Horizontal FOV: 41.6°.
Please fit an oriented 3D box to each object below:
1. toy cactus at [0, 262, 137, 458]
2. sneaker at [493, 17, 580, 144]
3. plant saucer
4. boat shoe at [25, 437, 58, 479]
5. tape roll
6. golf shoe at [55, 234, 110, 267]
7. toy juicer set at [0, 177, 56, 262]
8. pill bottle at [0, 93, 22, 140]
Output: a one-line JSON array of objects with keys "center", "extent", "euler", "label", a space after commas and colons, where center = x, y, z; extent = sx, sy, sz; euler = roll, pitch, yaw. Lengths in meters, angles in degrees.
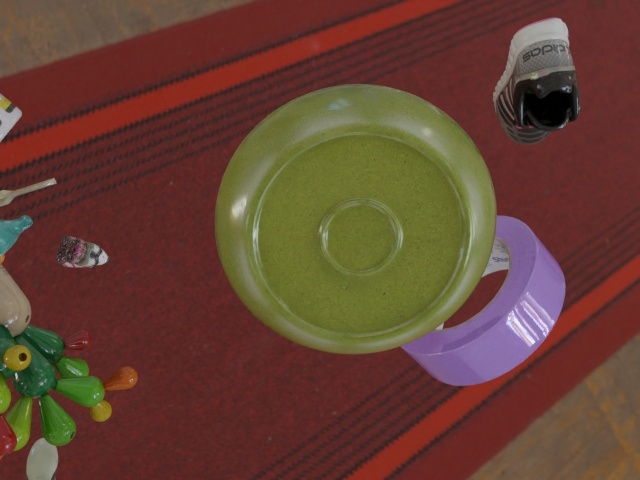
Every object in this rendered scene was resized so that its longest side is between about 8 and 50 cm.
[{"center": [-0.259, 0.096, 0.746], "extent": [0.180, 0.112, 0.219], "euler": [62, 12, 2], "label": "toy cactus"}, {"center": [0.196, -0.122, 0.763], "extent": [0.063, 0.170, 0.075], "euler": [-7, 67, 3], "label": "sneaker"}, {"center": [0.032, -0.007, 0.701], "extent": [0.241, 0.037, 0.241], "euler": [-1, 108, -3], "label": "plant saucer"}, {"center": [-0.449, 0.388, 1.353], "extent": [0.049, 0.043, 0.137], "euler": [2, 58, -19], "label": "boat shoe"}, {"center": [0.245, 0.092, 1.340], "extent": [0.090, 0.275, 0.275], "euler": [43, 56, -27], "label": "tape roll"}, {"center": [-0.523, 0.033, 1.841], "extent": [0.086, 0.186, 0.067], "euler": [22, 83, -31], "label": "golf shoe"}, {"center": [-0.651, 0.009, 1.585], "extent": [0.329, 0.209, 0.089], "euler": [-54, 129, -37], "label": "toy juicer set"}, {"center": [-0.330, -0.127, 0.743], "extent": [0.116, 0.065, 0.065], "euler": [42, 57, -22], "label": "pill bottle"}]
